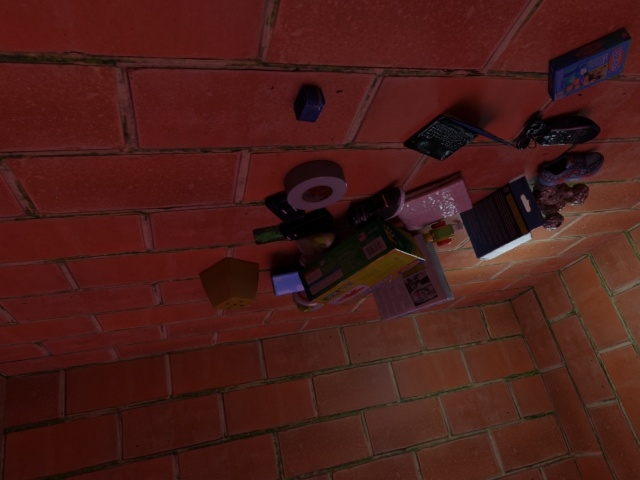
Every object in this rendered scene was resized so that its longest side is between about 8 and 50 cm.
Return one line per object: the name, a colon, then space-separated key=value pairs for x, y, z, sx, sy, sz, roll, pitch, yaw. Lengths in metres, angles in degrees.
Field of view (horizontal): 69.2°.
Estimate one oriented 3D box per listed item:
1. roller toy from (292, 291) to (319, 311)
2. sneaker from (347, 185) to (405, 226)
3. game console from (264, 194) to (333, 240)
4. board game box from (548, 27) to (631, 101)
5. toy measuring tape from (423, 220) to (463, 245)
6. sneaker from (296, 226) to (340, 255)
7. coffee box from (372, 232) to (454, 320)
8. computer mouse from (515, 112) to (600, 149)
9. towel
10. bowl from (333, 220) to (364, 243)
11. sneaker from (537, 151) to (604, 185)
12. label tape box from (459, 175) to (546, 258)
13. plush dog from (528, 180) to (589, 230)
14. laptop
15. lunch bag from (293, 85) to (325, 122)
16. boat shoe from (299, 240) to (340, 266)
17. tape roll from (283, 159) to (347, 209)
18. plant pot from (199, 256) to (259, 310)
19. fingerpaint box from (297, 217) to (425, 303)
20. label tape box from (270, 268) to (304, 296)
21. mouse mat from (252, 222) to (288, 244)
roller toy: x=-0.058 y=0.282 z=2.529 sx=0.209 sy=0.191 sz=0.146 roll=-27 pitch=159 yaw=-14
sneaker: x=0.215 y=-0.127 z=1.886 sx=0.147 sy=0.104 sz=0.296 roll=-5 pitch=159 yaw=-31
game console: x=-0.091 y=-0.101 z=1.862 sx=0.213 sy=0.044 sz=0.361 roll=-22 pitch=154 yaw=12
board game box: x=0.807 y=-0.525 z=1.406 sx=0.210 sy=0.047 sz=0.160 roll=-21 pitch=154 yaw=16
toy measuring tape: x=0.616 y=-0.047 z=2.216 sx=0.330 sy=0.121 sz=0.121 roll=-16 pitch=162 yaw=-39
sneaker: x=0.000 y=0.000 z=2.070 sx=0.126 sy=0.091 sz=0.240 roll=-30 pitch=-167 yaw=-37
coffee box: x=0.442 y=0.195 z=2.348 sx=0.334 sy=0.338 sz=0.338 roll=-23 pitch=165 yaw=17
computer mouse: x=0.866 y=-0.406 z=1.683 sx=0.272 sy=0.072 sz=0.188 roll=-1 pitch=158 yaw=2
towel: x=0.491 y=-0.158 z=2.032 sx=0.317 sy=0.053 sz=0.332 roll=-22 pitch=155 yaw=16
bowl: x=0.141 y=-0.023 z=2.108 sx=0.170 sy=0.080 sz=0.170 roll=-11 pitch=155 yaw=-5
sneaker: x=1.052 y=-0.309 z=1.940 sx=0.262 sy=0.104 sz=0.125 roll=-20 pitch=153 yaw=14
label tape box: x=0.838 y=-0.094 z=2.110 sx=0.115 sy=0.249 sz=0.348 roll=10 pitch=147 yaw=-41
plush dog: x=1.044 y=-0.214 z=2.104 sx=0.262 sy=0.210 sz=0.225 roll=-46 pitch=135 yaw=3
laptop: x=0.465 y=-0.319 z=1.565 sx=0.234 sy=0.136 sz=0.264 roll=10 pitch=147 yaw=-40
lunch bag: x=-0.029 y=-0.370 z=1.278 sx=0.065 sy=0.067 sz=0.098 roll=-1 pitch=154 yaw=-25
boat shoe: x=0.031 y=0.056 z=2.207 sx=0.268 sy=0.096 sz=0.088 roll=-9 pitch=151 yaw=-12
tape roll: x=-0.018 y=-0.195 z=1.661 sx=0.219 sy=0.072 sz=0.219 roll=-11 pitch=157 yaw=-5
plant pot: x=-0.421 y=0.221 z=2.211 sx=0.212 sy=0.187 sz=0.212 roll=-29 pitch=152 yaw=31
fingerpaint box: x=0.186 y=0.111 z=2.060 sx=0.445 sy=0.163 sz=0.371 roll=-35 pitch=155 yaw=22
label tape box: x=-0.119 y=0.202 z=2.293 sx=0.241 sy=0.105 sz=0.334 roll=-10 pitch=178 yaw=-7
mouse mat: x=-0.193 y=-0.029 z=2.010 sx=0.190 sy=0.007 sz=0.152 roll=-10 pitch=156 yaw=-5
